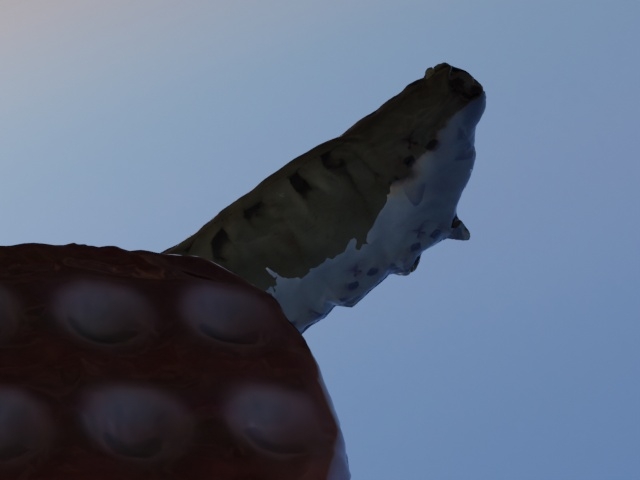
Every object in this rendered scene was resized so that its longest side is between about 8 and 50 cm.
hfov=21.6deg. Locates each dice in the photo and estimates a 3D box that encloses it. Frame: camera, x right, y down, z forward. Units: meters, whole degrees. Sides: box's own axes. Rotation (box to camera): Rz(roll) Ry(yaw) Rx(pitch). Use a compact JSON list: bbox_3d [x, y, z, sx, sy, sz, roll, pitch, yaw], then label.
[{"bbox_3d":[-0.093,0.115,0.642,0.175,0.179,0.174,8,-147,-23],"label":"dice"}]

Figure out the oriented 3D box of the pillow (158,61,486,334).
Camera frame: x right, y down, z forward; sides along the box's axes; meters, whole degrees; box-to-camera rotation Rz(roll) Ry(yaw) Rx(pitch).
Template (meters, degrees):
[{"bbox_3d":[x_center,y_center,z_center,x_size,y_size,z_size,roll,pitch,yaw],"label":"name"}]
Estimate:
[{"bbox_3d":[0.001,0.000,0.929,0.241,0.093,0.051,-34,-176,12],"label":"pillow"}]
